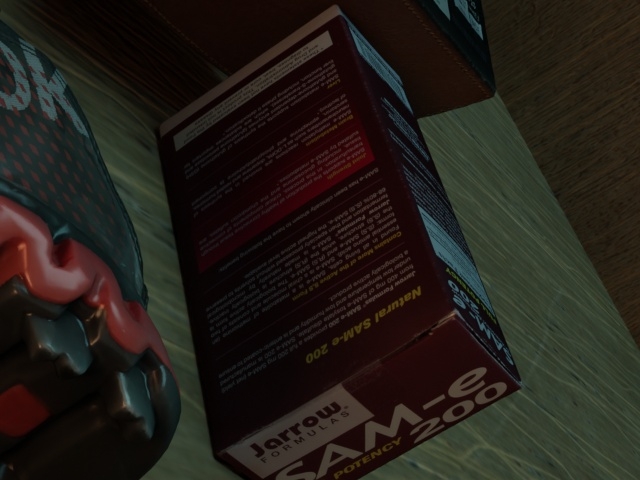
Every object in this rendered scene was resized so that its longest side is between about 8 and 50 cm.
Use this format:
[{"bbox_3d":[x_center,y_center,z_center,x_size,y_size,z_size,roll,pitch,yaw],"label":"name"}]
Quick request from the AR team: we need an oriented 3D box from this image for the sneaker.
[{"bbox_3d":[-0.144,-0.038,0.360,0.276,0.097,0.135,48,18,-35],"label":"sneaker"}]

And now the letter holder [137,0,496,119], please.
[{"bbox_3d":[-0.053,-0.178,0.767,0.302,0.214,0.152,33,46,-58],"label":"letter holder"}]

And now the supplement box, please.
[{"bbox_3d":[0.000,0.000,0.655,0.073,0.130,0.239,44,21,-40],"label":"supplement box"}]
